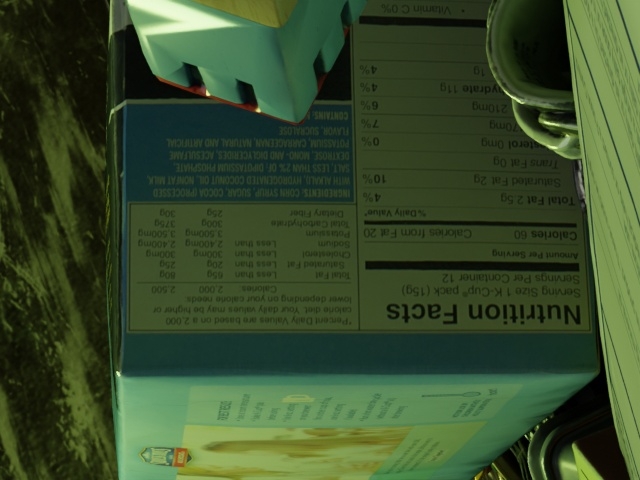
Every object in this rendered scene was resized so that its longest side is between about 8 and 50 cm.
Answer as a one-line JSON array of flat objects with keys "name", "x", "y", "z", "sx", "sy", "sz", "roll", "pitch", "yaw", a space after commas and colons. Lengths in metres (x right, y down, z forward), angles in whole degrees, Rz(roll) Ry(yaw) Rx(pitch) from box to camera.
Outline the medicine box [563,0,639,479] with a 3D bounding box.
[{"name": "medicine box", "x": 0.155, "y": 0.030, "z": 0.463, "sx": 0.263, "sy": 0.149, "sz": 0.289, "roll": -95, "pitch": -7, "yaw": -53}]

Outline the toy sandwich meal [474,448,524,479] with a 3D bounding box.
[{"name": "toy sandwich meal", "x": 0.117, "y": 0.153, "z": 1.376, "sx": 0.085, "sy": 0.029, "sz": 0.085, "roll": 52, "pitch": -172, "yaw": -11}]

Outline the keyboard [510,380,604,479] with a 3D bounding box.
[{"name": "keyboard", "x": 0.120, "y": 0.077, "z": 1.286, "sx": 0.317, "sy": 0.033, "sz": 0.201, "roll": -119, "pitch": 13, "yaw": -47}]

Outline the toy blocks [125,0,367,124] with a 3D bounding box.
[{"name": "toy blocks", "x": 0.006, "y": -0.192, "z": 0.536, "sx": 0.191, "sy": 0.381, "sz": 0.261, "roll": 20, "pitch": 157, "yaw": 17}]

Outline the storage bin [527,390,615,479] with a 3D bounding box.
[{"name": "storage bin", "x": 0.173, "y": 0.155, "z": 0.990, "sx": 0.091, "sy": 0.098, "sz": 0.135, "roll": 12, "pitch": 122, "yaw": 66}]

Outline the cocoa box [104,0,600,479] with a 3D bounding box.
[{"name": "cocoa box", "x": 0.000, "y": 0.000, "z": 1.032, "sx": 0.347, "sy": 0.231, "sz": 0.228, "roll": 110, "pitch": 159, "yaw": -74}]

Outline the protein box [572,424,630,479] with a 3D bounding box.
[{"name": "protein box", "x": 0.207, "y": 0.175, "z": 0.683, "sx": 0.201, "sy": 0.136, "sz": 0.200, "roll": -127, "pitch": 19, "yaw": -58}]

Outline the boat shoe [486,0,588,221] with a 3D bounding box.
[{"name": "boat shoe", "x": 0.116, "y": -0.087, "z": 0.715, "sx": 0.335, "sy": 0.119, "sz": 0.121, "roll": 85, "pitch": 162, "yaw": -57}]
